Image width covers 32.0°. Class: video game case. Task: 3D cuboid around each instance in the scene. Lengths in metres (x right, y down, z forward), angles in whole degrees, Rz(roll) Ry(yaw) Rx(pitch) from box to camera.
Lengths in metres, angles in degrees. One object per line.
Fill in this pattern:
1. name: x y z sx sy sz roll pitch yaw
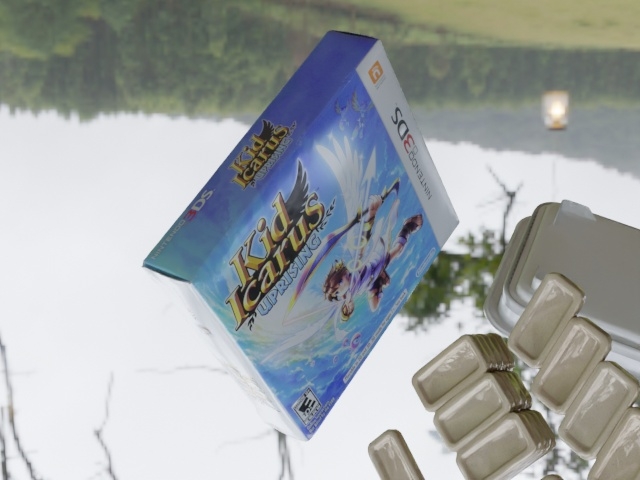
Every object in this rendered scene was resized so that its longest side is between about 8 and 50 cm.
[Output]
1. video game case: 0.000 0.000 0.963 0.061 0.244 0.269 18 -118 38

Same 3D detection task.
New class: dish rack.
1. dish rack: 0.398 0.062 1.431 0.333 0.072 0.285 21 -142 10

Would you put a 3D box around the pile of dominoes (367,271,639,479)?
1. pile of dominoes: 0.148 0.169 0.682 0.040 0.251 0.196 4 140 -49
